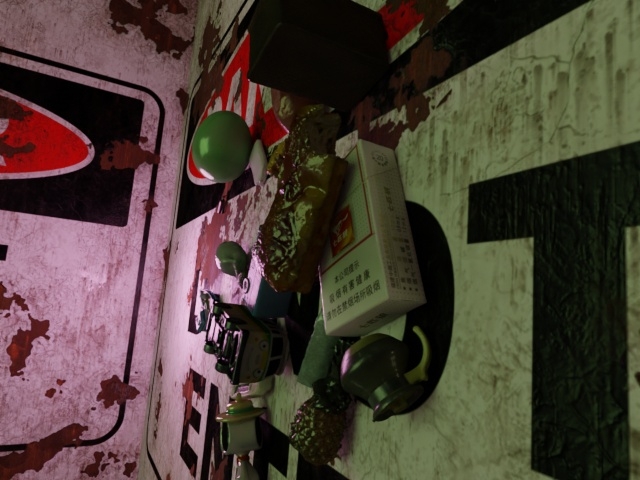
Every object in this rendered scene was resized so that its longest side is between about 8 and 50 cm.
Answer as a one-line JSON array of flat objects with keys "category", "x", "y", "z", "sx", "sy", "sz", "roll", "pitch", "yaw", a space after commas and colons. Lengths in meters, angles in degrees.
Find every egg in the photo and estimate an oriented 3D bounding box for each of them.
[{"category": "egg", "x": -0.366, "y": -0.351, "z": 1.686, "sx": 0.220, "sy": 0.220, "sz": 0.270, "roll": 3, "pitch": 82, "yaw": 62}]

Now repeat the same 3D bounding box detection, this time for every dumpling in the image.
[{"category": "dumpling", "x": -0.297, "y": 0.077, "z": 1.576, "sx": 0.105, "sy": 0.149, "sz": 0.216, "roll": -47, "pitch": 21, "yaw": -3}]

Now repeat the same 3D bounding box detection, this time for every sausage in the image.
[{"category": "sausage", "x": -0.062, "y": -0.392, "z": 1.224, "sx": 0.148, "sy": 0.148, "sz": 0.255, "roll": -48, "pitch": 40, "yaw": 46}]

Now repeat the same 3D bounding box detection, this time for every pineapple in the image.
[{"category": "pineapple", "x": 0.026, "y": 0.315, "z": 0.895, "sx": 0.125, "sy": 0.125, "sz": 0.252, "roll": 32, "pitch": 100, "yaw": 60}, {"category": "pineapple", "x": -0.108, "y": -0.256, "z": 1.355, "sx": 0.137, "sy": 0.069, "sz": 0.116, "roll": -53, "pitch": 32, "yaw": 28}]

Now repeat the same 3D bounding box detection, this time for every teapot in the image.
[{"category": "teapot", "x": 0.115, "y": 0.215, "z": 0.743, "sx": 0.165, "sy": 0.130, "sz": 0.119, "roll": -39, "pitch": 57, "yaw": 9}]

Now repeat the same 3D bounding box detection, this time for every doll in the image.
[{"category": "doll", "x": -0.197, "y": 0.576, "z": 1.212, "sx": 0.271, "sy": 0.143, "sz": 0.208, "roll": -116, "pitch": 22, "yaw": -52}]

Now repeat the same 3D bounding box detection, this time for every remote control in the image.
[{"category": "remote control", "x": -0.205, "y": 0.423, "z": 1.333, "sx": 0.230, "sy": 0.049, "sz": 0.090, "roll": -32, "pitch": 44, "yaw": 54}]

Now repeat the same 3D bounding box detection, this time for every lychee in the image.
[{"category": "lychee", "x": -0.241, "y": 0.129, "z": 1.482, "sx": 0.067, "sy": 0.068, "sz": 0.083, "roll": -32, "pitch": 36, "yaw": 1}]

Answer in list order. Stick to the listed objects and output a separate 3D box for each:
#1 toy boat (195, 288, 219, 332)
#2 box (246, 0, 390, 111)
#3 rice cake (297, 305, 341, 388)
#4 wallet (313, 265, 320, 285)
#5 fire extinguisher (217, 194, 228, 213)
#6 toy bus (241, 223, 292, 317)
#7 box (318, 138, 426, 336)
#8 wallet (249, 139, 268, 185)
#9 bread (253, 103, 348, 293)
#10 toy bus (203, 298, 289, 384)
[{"category": "toy boat", "x": -0.456, "y": 0.281, "z": 1.801, "sx": 0.109, "sy": 0.098, "sz": 0.238, "roll": -60, "pitch": 34, "yaw": 29}, {"category": "box", "x": -0.008, "y": -0.419, "z": 0.977, "sx": 0.184, "sy": 0.273, "sz": 0.143, "roll": -37, "pitch": 50, "yaw": 53}, {"category": "rice cake", "x": 0.004, "y": 0.231, "z": 0.969, "sx": 0.063, "sy": 0.069, "sz": 0.207, "roll": -50, "pitch": -18, "yaw": -71}, {"category": "wallet", "x": 0.002, "y": 0.001, "z": 1.089, "sx": 0.161, "sy": 0.041, "sz": 0.196, "roll": -36, "pitch": 49, "yaw": 48}, {"category": "fire extinguisher", "x": -0.425, "y": -0.150, "z": 1.939, "sx": 0.046, "sy": 0.032, "sz": 0.100, "roll": -93, "pitch": 22, "yaw": -44}, {"category": "toy bus", "x": -0.127, "y": 0.085, "z": 1.226, "sx": 0.133, "sy": 0.116, "sz": 0.234, "roll": 42, "pitch": 121, "yaw": 57}, {"category": "box", "x": 0.079, "y": 0.000, "z": 0.887, "sx": 0.210, "sy": 0.095, "sz": 0.331, "roll": -42, "pitch": 45, "yaw": 49}, {"category": "wallet", "x": -0.218, "y": -0.272, "z": 1.585, "sx": 0.095, "sy": 0.033, "sz": 0.190, "roll": -61, "pitch": 34, "yaw": 36}, {"category": "bread", "x": -0.037, "y": -0.085, "z": 0.919, "sx": 0.185, "sy": 0.109, "sz": 0.381, "roll": 36, "pitch": 112, "yaw": 61}, {"category": "toy bus", "x": -0.204, "y": 0.276, "z": 1.241, "sx": 0.305, "sy": 0.178, "sz": 0.143, "roll": 17, "pitch": 95, "yaw": 62}]
